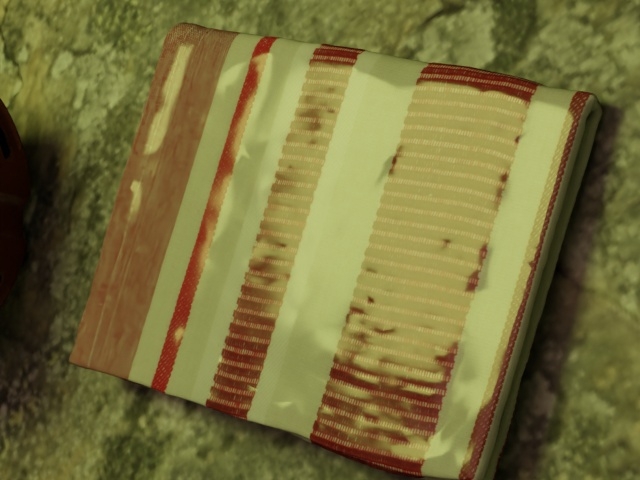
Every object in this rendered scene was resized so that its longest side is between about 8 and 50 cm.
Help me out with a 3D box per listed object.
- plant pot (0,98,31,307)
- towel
[{"bbox_3d":[-0.365,-0.026,1.304,0.265,0.272,0.272,0,79,32],"label":"plant pot"},{"bbox_3d":[0.000,0.000,1.133,0.329,0.037,0.237,14,86,39],"label":"towel"}]
